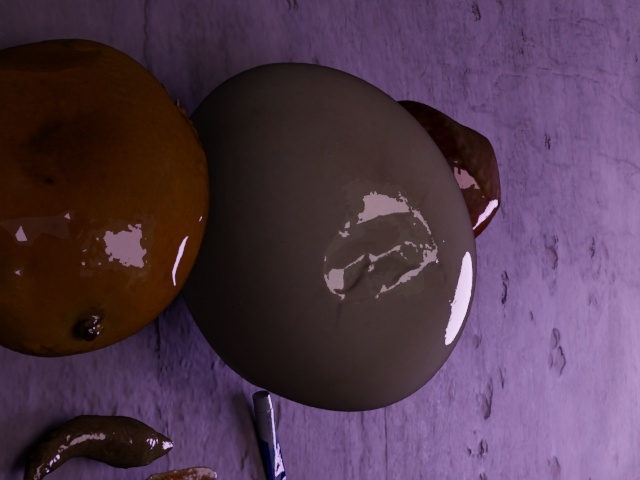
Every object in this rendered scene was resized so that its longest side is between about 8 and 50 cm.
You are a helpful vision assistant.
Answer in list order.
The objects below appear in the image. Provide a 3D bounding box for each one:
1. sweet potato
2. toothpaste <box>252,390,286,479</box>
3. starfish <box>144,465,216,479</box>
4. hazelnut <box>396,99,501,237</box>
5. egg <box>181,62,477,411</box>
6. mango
[{"bbox_3d":[-0.150,0.139,1.251,0.153,0.038,0.041,-2,66,-55],"label":"sweet potato"},{"bbox_3d":[-0.040,0.158,1.442,0.024,0.015,0.083,-42,128,-52],"label":"toothpaste"},{"bbox_3d":[-0.145,0.245,1.244,0.247,0.050,0.138,-24,109,-48],"label":"starfish"},{"bbox_3d":[0.080,-0.042,1.542,0.154,0.143,0.143,39,55,-69],"label":"hazelnut"},{"bbox_3d":[0.000,0.000,1.327,0.269,0.219,0.219,57,40,-12],"label":"egg"},{"bbox_3d":[-0.154,-0.032,1.162,0.136,0.166,0.236,114,-20,-48],"label":"mango"}]
